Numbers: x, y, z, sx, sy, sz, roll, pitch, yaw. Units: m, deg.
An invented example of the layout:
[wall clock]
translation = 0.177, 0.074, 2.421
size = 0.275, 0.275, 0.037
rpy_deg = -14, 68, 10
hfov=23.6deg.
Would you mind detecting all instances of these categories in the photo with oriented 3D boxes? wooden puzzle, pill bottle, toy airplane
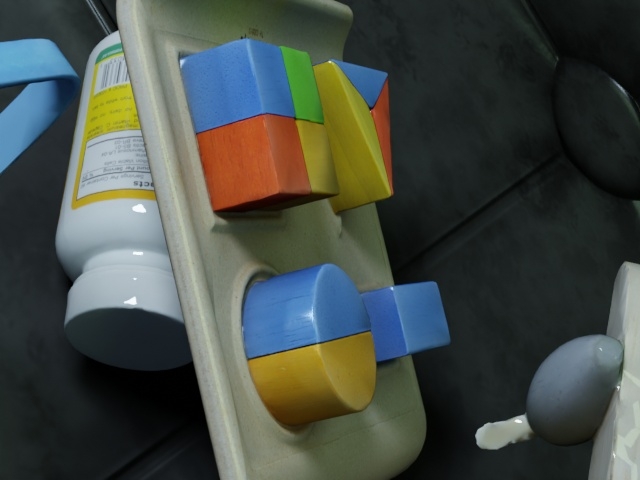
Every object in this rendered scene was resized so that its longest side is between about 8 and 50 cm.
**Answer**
[wooden puzzle]
translation = 0.000, 0.000, 0.985
size = 0.322, 0.081, 0.347
rpy_deg = -2, 83, -68
[pill bottle]
translation = -0.108, -0.027, 0.996
size = 0.118, 0.118, 0.208
rpy_deg = 26, 52, -31
[toy airplane]
translation = 0.171, 0.250, 1.001
size = 0.386, 0.273, 0.384
rpy_deg = -45, 134, -60

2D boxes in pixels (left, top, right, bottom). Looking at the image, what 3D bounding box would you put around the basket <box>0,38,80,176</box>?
[basket]
translation = -0.264, 0.001, 0.694
size = 0.201, 0.255, 0.289
rpy_deg = 53, 26, 15
